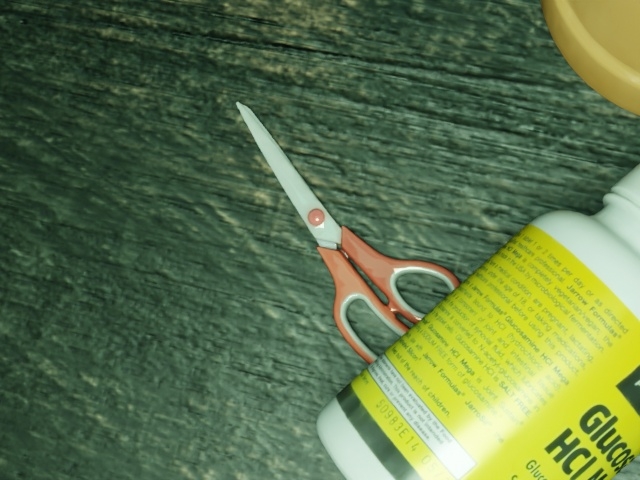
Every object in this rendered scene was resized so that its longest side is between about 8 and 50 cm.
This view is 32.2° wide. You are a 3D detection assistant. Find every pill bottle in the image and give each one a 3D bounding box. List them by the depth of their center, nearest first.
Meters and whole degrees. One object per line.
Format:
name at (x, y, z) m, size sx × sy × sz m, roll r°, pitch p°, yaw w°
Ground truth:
pill bottle at (0.176, 0.100, 0.861) m, size 0.334 × 0.188 × 0.188 m, roll -42°, pitch 76°, yaw 1°

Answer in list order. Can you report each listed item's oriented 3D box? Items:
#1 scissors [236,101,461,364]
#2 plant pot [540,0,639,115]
scissors at (0.000, 0.000, 0.996) m, size 0.297 × 0.021 × 0.109 m, roll 41°, pitch 90°, yaw 13°
plant pot at (0.324, -0.256, 0.894) m, size 0.290 × 0.203 × 0.291 m, roll -2°, pitch 80°, yaw 10°
